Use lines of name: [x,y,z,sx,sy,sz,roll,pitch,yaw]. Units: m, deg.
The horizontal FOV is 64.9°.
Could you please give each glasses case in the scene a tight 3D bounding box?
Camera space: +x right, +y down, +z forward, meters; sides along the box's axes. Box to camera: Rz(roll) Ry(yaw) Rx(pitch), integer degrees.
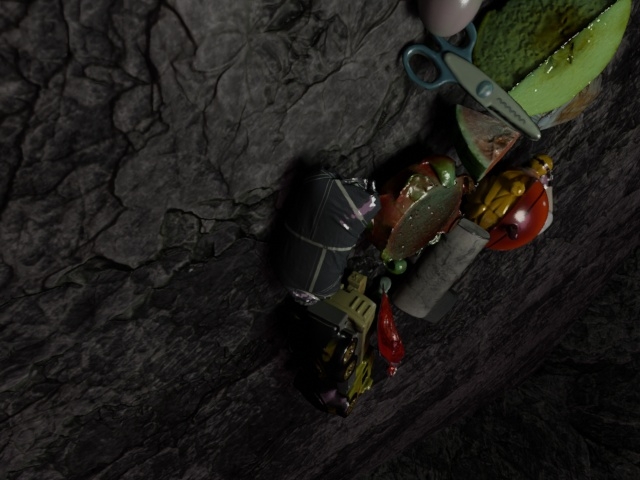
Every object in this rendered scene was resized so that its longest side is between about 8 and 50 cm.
glasses case: [0.299,0.075,1.278,0.114,0.060,0.299,27,124,-5]
glasses case: [0.313,0.167,1.521,0.131,0.074,0.323,-47,144,11]

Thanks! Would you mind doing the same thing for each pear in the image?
pear: [0.440,-0.373,0.985,0.292,0.160,0.292,-22,152,-12]

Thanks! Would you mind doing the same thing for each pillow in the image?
pillow: [0.000,0.000,0.995,0.093,0.161,0.335,-66,-179,-54]

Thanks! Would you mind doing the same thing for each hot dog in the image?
hot dog: [0.574,-0.338,1.210,0.270,0.082,0.163,-23,155,-36]

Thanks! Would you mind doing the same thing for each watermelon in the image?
watermelon: [0.323,-0.219,1.065,0.128,0.146,0.231,-51,170,18]

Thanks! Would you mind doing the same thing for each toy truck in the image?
toy truck: [0.045,0.268,1.293,0.254,0.180,0.405,-46,149,-33]

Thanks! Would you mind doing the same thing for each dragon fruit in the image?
dragon fruit: [0.203,-0.065,1.119,0.268,0.130,0.295,1,127,-47]

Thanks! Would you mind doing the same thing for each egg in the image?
egg: [0.208,-0.395,0.803,0.103,0.103,0.135,-20,144,-25]

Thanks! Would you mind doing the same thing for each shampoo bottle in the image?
shampoo bottle: [0.160,0.182,1.406,0.065,0.065,0.205,-17,138,-29]

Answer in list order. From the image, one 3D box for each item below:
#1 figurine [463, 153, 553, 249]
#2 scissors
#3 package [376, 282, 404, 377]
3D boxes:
figurine: [0.500,-0.079,1.325,0.323,0.196,0.320,-8,141,-51]
scissors: [0.281,-0.275,0.892,0.138,0.289,0.041,-49,-175,11]
package: [0.180,0.254,1.315,0.071,0.194,0.270,-7,144,5]
